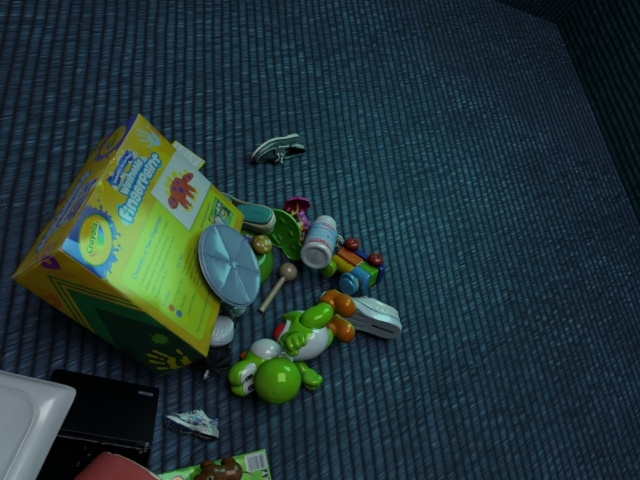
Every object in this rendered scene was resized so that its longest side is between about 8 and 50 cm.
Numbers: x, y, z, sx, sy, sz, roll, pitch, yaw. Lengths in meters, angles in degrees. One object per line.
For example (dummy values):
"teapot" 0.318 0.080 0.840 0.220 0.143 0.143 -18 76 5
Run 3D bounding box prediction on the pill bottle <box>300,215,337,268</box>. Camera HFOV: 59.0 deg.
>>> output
"pill bottle" 0.000 0.000 1.579 0.087 0.087 0.160 30 36 -10

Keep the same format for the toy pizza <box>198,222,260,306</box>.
"toy pizza" -0.210 0.057 1.287 0.201 0.032 0.201 41 37 -40

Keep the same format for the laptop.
"laptop" -0.482 0.431 1.180 0.234 0.136 0.265 17 81 -19

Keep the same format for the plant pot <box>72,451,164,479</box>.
"plant pot" -0.374 0.524 0.970 0.275 0.275 0.243 36 51 -6

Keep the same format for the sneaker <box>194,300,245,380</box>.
"sneaker" -0.250 0.224 1.375 0.101 0.153 0.269 13 20 -2

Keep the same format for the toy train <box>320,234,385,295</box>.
"toy train" 0.049 0.058 1.621 0.248 0.105 0.143 34 40 26

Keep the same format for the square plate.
"square plate" -0.684 0.381 1.021 0.347 0.049 0.344 16 57 -2

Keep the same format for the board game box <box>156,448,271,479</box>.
"board game box" -0.231 0.548 1.233 0.259 0.039 0.124 -1 65 -31

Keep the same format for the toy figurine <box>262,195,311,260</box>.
"toy figurine" -0.072 -0.055 1.638 0.173 0.130 0.159 57 39 -17

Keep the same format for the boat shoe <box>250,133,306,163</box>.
"boat shoe" -0.125 -0.275 1.748 0.206 0.075 0.065 -29 75 -42

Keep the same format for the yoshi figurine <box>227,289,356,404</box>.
"yoshi figurine" -0.048 0.283 1.391 0.362 0.203 0.204 -31 90 -31

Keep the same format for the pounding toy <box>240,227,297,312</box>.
"pounding toy" -0.176 0.046 1.509 0.237 0.110 0.183 42 52 0

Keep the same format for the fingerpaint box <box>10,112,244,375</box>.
"fingerpaint box" -0.381 0.004 1.241 0.371 0.163 0.445 46 32 -32

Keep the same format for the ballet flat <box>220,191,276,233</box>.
"ballet flat" -0.236 -0.075 1.558 0.248 0.086 0.086 19 51 14

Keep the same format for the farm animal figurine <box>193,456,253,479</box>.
"farm animal figurine" -0.179 0.615 1.111 0.326 0.172 0.330 31 64 -19

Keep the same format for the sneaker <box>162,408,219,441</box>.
"sneaker" -0.291 0.409 1.280 0.135 0.052 0.058 27 43 -21

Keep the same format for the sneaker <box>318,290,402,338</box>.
"sneaker" 0.110 0.200 1.602 0.258 0.094 0.091 26 30 -14

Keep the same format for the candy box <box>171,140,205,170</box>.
"candy box" -0.417 -0.183 1.565 0.105 0.027 0.206 37 52 -8
